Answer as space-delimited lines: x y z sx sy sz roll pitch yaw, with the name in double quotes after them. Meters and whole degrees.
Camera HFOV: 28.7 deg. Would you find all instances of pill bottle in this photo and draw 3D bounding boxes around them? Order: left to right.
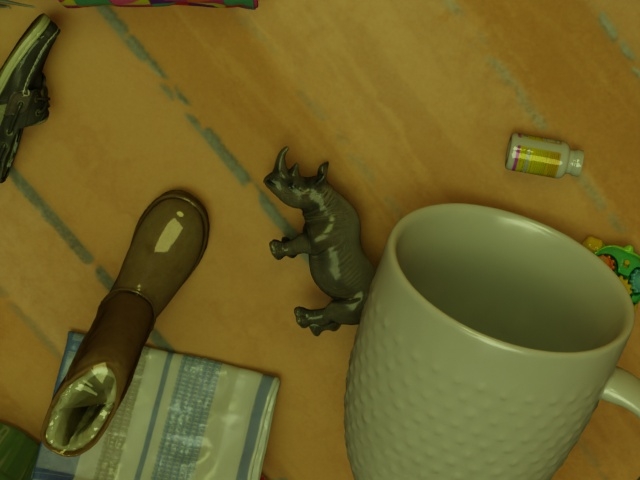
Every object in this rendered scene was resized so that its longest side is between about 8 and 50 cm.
0.254 -0.094 1.417 0.083 0.043 0.043 11 112 3 "pill bottle"

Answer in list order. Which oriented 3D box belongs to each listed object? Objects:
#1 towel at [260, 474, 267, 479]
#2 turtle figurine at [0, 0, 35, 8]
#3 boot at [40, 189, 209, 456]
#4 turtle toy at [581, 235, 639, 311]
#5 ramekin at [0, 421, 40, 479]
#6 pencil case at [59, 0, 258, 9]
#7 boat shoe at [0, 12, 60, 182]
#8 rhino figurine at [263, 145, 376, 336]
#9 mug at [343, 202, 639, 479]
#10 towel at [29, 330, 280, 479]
-0.188 0.382 1.591 0.275 0.031 0.199 -46 102 -17 "towel"
-0.419 -0.341 1.368 0.234 0.118 0.175 22 113 4 "turtle figurine"
-0.214 0.089 1.424 0.089 0.269 0.236 25 113 -6 "boot"
0.333 0.062 1.457 0.095 0.066 0.130 22 112 -2 "turtle toy"
-0.470 0.378 1.636 0.304 0.148 0.303 2 112 6 "ramekin"
-0.177 -0.300 1.361 0.236 0.104 0.104 3 112 7 "pencil case"
-0.348 -0.161 1.449 0.073 0.080 0.223 31 117 -12 "boat shoe"
0.000 0.000 1.470 0.106 0.073 0.243 -14 108 16 "rhino figurine"
0.207 0.186 1.400 0.374 0.276 0.328 24 122 11 "mug"
-0.203 0.240 1.556 0.285 0.034 0.209 13 78 2 "towel"
